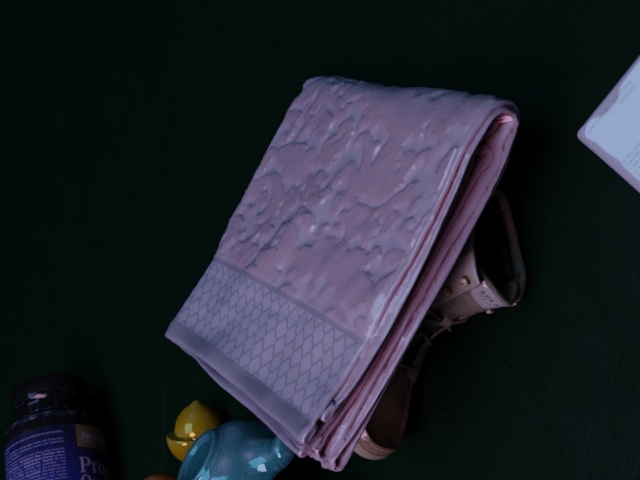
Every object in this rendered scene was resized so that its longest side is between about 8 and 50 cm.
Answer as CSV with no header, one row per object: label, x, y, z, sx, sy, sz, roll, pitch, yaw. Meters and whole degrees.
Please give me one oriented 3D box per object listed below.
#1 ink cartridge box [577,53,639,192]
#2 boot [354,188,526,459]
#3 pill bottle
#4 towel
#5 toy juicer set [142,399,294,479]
ink cartridge box,0.311,-0.067,0.677,0.232,0.066,0.189,47,117,22
boot,0.089,0.070,0.860,0.165,0.077,0.213,-18,59,46
pill bottle,-0.315,0.278,1.244,0.123,0.123,0.219,-38,53,37
towel,0.000,0.000,0.916,0.317,0.053,0.332,-61,30,-3
toy juicer set,-0.087,0.215,1.027,0.329,0.089,0.209,-53,18,14
